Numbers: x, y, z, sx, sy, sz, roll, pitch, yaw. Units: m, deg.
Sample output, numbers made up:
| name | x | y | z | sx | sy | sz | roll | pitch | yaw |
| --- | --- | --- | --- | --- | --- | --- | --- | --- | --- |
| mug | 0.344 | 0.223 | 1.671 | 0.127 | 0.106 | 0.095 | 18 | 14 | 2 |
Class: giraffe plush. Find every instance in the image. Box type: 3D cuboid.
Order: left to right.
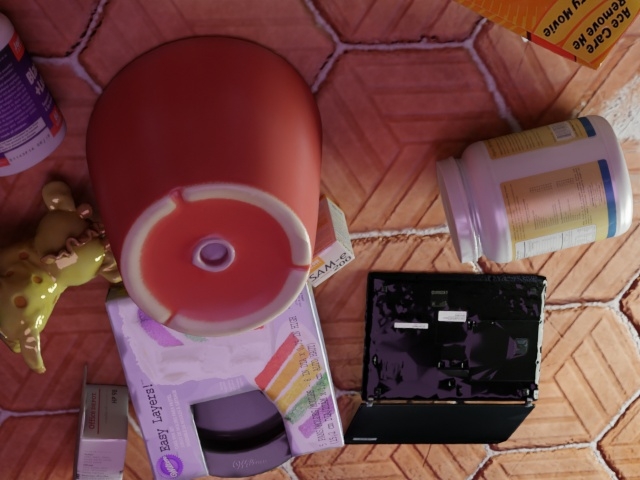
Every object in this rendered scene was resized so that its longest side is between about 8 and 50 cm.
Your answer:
| name | x | y | z | sx | sy | sz | roll | pitch | yaw |
| --- | --- | --- | --- | --- | --- | --- | --- | --- | --- |
| giraffe plush | -0.320 | 0.027 | 1.527 | 0.170 | 0.210 | 0.181 | -42 | 121 | -14 |

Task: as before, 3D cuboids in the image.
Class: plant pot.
| name | x | y | z | sx | sy | sz | roll | pitch | yaw |
| --- | --- | --- | --- | --- | --- | --- | --- | --- | --- |
| plant pot | -0.118 | -0.046 | 1.441 | 0.275 | 0.243 | 0.275 | -4 | 125 | -5 |

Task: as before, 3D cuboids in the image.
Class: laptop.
| name | x | y | z | sx | sy | sz | roll | pitch | yaw |
| --- | --- | --- | --- | --- | --- | --- | --- | --- | --- |
| laptop | 0.158 | 0.161 | 1.769 | 0.234 | 0.136 | 0.264 | 1 | 99 | -10 |

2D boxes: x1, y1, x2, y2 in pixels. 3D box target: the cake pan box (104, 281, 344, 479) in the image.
| name | x | y | z | sx | sy | sz | roll | pitch | yaw |
| --- | --- | --- | --- | --- | --- | --- | --- | --- | --- |
| cake pan box | -0.113 | 0.159 | 1.649 | 0.246 | 0.070 | 0.267 | -11 | 107 | 2 |

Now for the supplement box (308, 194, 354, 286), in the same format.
| name | x | y | z | sx | sy | sz | roll | pitch | yaw |
| --- | --- | --- | --- | --- | --- | --- | --- | --- | --- |
| supplement box | 0.000 | 0.000 | 1.578 | 0.062 | 0.098 | 0.036 | -37 | 122 | 18 |

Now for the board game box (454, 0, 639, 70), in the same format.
| name | x | y | z | sx | sy | sz | roll | pitch | yaw |
| --- | --- | --- | --- | --- | --- | --- | --- | --- | --- |
| board game box | 0.150 | -0.433 | 1.134 | 0.356 | 0.356 | 0.356 | 23 | 119 | -22 |

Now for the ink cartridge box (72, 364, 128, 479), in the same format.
| name | x | y | z | sx | sy | sz | roll | pitch | yaw |
| --- | --- | --- | --- | --- | --- | --- | --- | --- | --- |
| ink cartridge box | -0.280 | 0.257 | 1.716 | 0.060 | 0.104 | 0.180 | 5 | 125 | -11 |

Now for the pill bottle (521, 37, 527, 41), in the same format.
| name | x | y | z | sx | sy | sz | roll | pitch | yaw |
| --- | --- | --- | --- | --- | --- | --- | --- | --- | --- |
| pill bottle | 0.285 | -0.302 | 1.392 | 0.221 | 0.121 | 0.121 | -28 | 124 | 11 |

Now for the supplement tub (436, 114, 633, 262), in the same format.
| name | x | y | z | sx | sy | sz | roll | pitch | yaw |
| --- | --- | --- | --- | --- | --- | --- | --- | --- | --- |
| supplement tub | 0.244 | -0.055 | 1.547 | 0.200 | 0.144 | 0.144 | -13 | 126 | 2 |

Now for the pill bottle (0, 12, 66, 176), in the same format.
| name | x | y | z | sx | sy | sz | roll | pitch | yaw |
| --- | --- | --- | --- | --- | --- | --- | --- | --- | --- |
| pill bottle | -0.352 | -0.171 | 1.400 | 0.108 | 0.108 | 0.193 | -20 | 126 | 6 |
